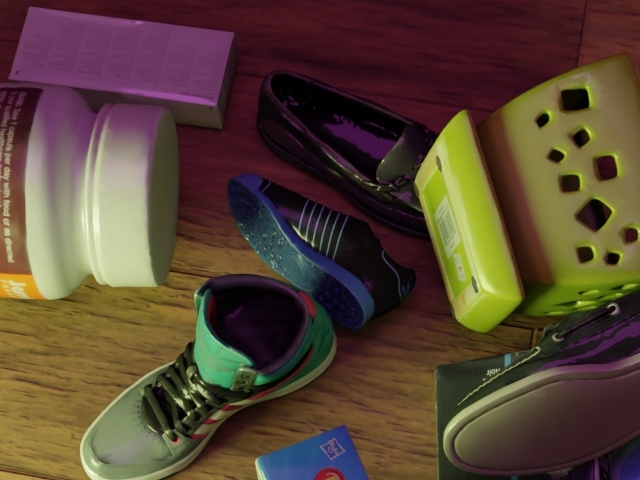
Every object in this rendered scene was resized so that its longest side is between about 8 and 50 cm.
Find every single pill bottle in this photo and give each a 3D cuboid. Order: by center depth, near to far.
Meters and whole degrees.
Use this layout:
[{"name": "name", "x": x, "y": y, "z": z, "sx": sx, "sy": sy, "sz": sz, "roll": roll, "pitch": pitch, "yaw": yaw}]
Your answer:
[{"name": "pill bottle", "x": -0.354, "y": -0.052, "z": 1.891, "sx": 0.392, "sy": 0.224, "sz": 0.224, "roll": 2, "pitch": 65, "yaw": 5}]

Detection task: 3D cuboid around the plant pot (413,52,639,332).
[{"name": "plant pot", "x": 0.219, "y": -0.033, "z": 1.815, "sx": 0.207, "sy": 0.228, "sz": 0.227, "roll": -15, "pitch": 80, "yaw": -8}]

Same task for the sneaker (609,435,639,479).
[{"name": "sneaker", "x": 0.420, "y": 0.172, "z": 1.745, "sx": 0.319, "sy": 0.208, "sz": 0.127, "roll": -19, "pitch": 65, "yaw": -3}]

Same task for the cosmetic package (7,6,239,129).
[{"name": "cosmetic package", "x": -0.218, "y": -0.192, "z": 2.038, "sx": 0.239, "sy": 0.060, "sz": 0.099, "roll": 9, "pitch": 64, "yaw": 8}]

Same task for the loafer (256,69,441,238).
[{"name": "loafer", "x": 0.061, "y": -0.093, "z": 1.954, "sx": 0.302, "sy": 0.095, "sz": 0.109, "roll": 26, "pitch": 69, "yaw": 15}]

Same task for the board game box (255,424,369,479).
[{"name": "board game box", "x": 0.042, "y": 0.360, "z": 1.625, "sx": 0.086, "sy": 0.308, "sz": 0.302, "roll": -21, "pitch": 66, "yaw": -8}]

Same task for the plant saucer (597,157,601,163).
[{"name": "plant saucer", "x": 0.253, "y": -0.111, "z": 1.992, "sx": 0.119, "sy": 0.021, "sz": 0.119, "roll": -1, "pitch": 65, "yaw": 2}]

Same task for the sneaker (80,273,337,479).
[{"name": "sneaker", "x": -0.116, "y": 0.133, "z": 1.812, "sx": 0.295, "sy": 0.178, "sz": 0.124, "roll": -33, "pitch": 67, "yaw": -11}]

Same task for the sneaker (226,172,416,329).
[{"name": "sneaker", "x": 0.000, "y": 0.000, "z": 1.932, "sx": 0.090, "sy": 0.081, "sz": 0.232, "roll": -29, "pitch": 60, "yaw": -33}]

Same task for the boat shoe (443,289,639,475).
[{"name": "boat shoe", "x": 0.267, "y": 0.112, "z": 1.720, "sx": 0.340, "sy": 0.127, "sz": 0.113, "roll": -27, "pitch": 38, "yaw": 8}]

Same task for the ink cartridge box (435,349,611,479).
[{"name": "ink cartridge box", "x": 0.200, "y": 0.270, "z": 1.768, "sx": 0.165, "sy": 0.065, "sz": 0.332, "roll": -11, "pitch": 63, "yaw": 19}]
